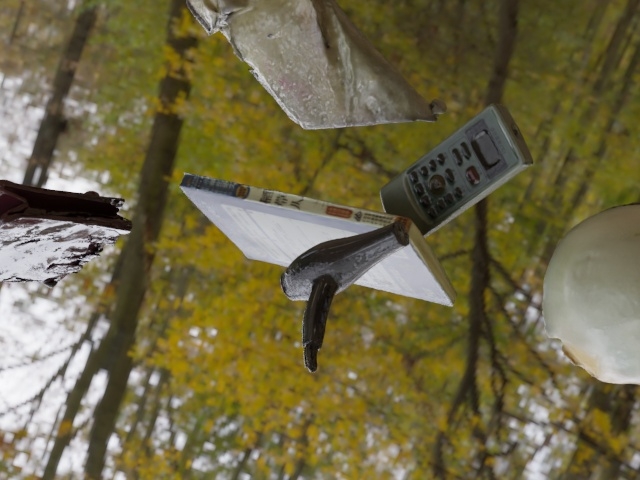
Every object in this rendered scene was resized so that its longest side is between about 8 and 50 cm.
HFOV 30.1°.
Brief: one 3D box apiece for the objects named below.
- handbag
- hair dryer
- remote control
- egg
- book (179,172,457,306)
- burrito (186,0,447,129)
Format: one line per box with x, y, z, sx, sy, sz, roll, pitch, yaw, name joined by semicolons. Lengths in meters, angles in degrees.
-0.389;-0.008;1.606;0.216;0.203;0.074;3;-116;-44;handbag
0.018;0.081;1.522;0.075;0.196;0.219;44;-142;-28;hair dryer
0.217;-0.105;1.978;0.038;0.285;0.123;0;-118;-51;remote control
0.462;0.072;1.657;0.286;0.264;0.174;4;177;1;egg
0.000;0.000;2.017;0.428;0.039;0.300;13;161;26;book
-0.012;-0.237;1.530;0.348;0.175;0.107;44;-139;-1;burrito
